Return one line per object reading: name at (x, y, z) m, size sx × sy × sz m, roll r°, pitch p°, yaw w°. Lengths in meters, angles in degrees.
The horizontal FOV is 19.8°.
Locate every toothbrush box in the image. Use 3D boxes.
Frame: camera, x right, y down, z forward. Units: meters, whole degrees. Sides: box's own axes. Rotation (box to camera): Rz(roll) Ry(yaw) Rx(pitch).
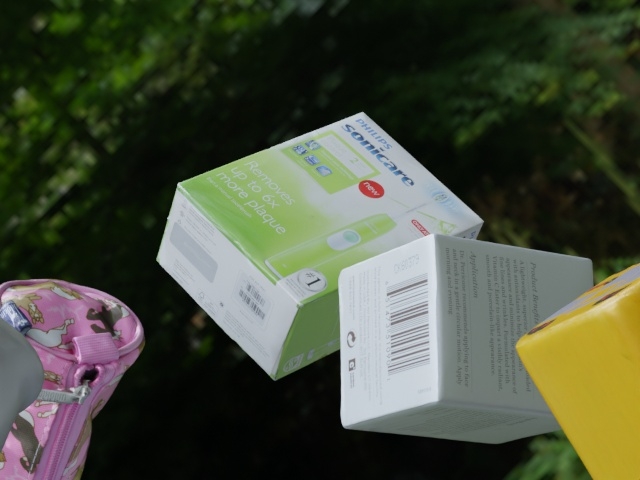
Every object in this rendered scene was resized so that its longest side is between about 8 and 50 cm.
toothbrush box at (0.000, 0.000, 1.991) m, size 0.283 × 0.206 × 0.122 m, roll -22°, pitch -35°, yaw -39°

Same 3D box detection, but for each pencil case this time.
pencil case at (-0.301, 0.229, 1.814) m, size 0.386 × 0.160 × 0.167 m, roll -68°, pitch -11°, yaw 20°

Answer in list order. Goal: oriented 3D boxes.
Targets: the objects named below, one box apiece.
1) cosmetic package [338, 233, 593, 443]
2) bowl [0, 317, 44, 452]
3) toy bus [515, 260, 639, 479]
cosmetic package at (0.132, 0.092, 1.637) m, size 0.151 × 0.183 × 0.151 m, roll -23°, pitch 62°, yaw 54°
bowl at (-0.338, 0.122, 1.191) m, size 0.298 × 0.298 × 0.134 m, roll 133°, pitch 148°, yaw -58°
toy bus at (0.246, 0.156, 0.921) m, size 0.130 × 0.333 × 0.108 m, roll -31°, pitch -1°, yaw -35°
